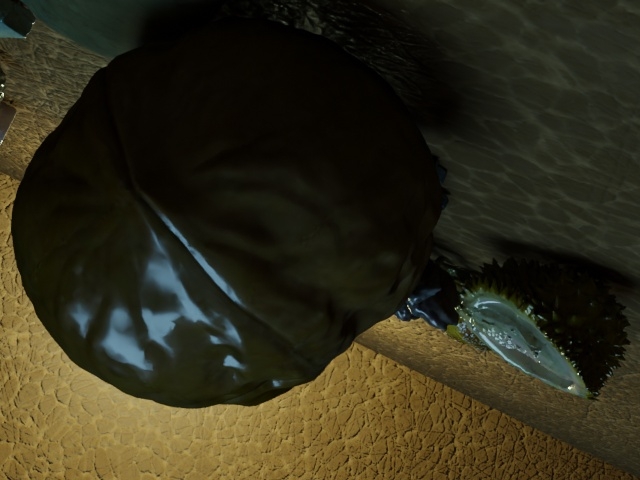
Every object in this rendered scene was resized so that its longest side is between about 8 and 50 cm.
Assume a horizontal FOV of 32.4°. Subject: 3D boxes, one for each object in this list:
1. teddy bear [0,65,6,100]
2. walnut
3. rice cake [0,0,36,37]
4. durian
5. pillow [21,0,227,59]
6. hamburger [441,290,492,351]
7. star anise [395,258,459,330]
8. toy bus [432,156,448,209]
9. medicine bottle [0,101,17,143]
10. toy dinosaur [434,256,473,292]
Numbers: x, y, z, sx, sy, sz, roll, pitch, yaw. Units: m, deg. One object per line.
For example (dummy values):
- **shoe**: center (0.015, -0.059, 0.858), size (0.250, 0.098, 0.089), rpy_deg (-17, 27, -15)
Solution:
- **teddy bear**: center (-0.590, -0.245, 1.591), size (0.267, 0.151, 0.236), rpy_deg (18, -163, 10)
- **walnut**: center (-0.078, -0.022, 0.959), size (0.308, 0.354, 0.398), rpy_deg (48, -176, 14)
- **rice cake**: center (-0.453, -0.292, 1.335), size (0.237, 0.043, 0.127), rpy_deg (13, 164, 47)
- **durian**: center (0.279, 0.099, 1.356), size (0.249, 0.138, 0.183), rpy_deg (19, 171, 47)
- **pillow**: center (-0.180, -0.220, 0.943), size (0.185, 0.075, 0.302), rpy_deg (25, 169, -14)
- **hamburger**: center (0.236, 0.120, 1.721), size (0.137, 0.087, 0.166), rpy_deg (19, 169, 33)
- **star anise**: center (0.096, 0.034, 1.542), size (0.229, 0.093, 0.236), rpy_deg (30, 163, 31)
- **toy bus**: center (0.079, -0.042, 1.232), size (0.106, 0.090, 0.185), rpy_deg (23, 169, 12)
- **medicine bottle**: center (-0.675, -0.235, 1.936), size (0.249, 0.133, 0.133), rpy_deg (29, 170, -19)
- **toy dinosaur**: center (0.215, 0.066, 1.635), size (0.126, 0.039, 0.162), rpy_deg (27, 172, -25)
